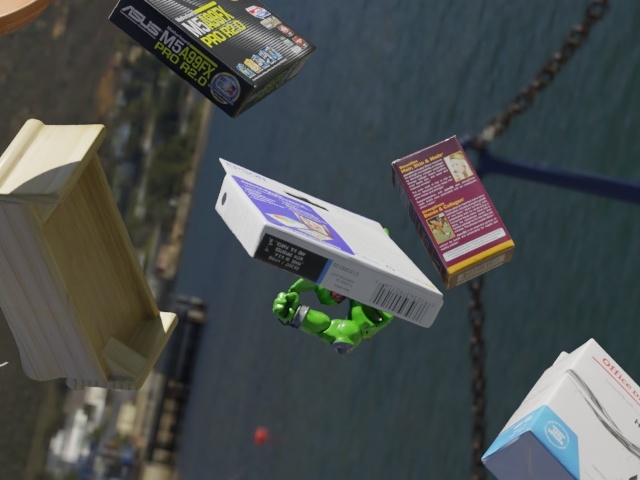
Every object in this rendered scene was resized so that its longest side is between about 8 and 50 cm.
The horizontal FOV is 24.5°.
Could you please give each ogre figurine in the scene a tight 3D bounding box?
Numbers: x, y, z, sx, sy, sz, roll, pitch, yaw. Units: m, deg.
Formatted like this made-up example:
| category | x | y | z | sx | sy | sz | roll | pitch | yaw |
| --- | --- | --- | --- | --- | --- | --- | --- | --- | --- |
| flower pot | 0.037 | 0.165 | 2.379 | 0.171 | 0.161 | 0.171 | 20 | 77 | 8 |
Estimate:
| category | x | y | z | sx | sy | sz | roll | pitch | yaw |
| --- | --- | --- | --- | --- | --- | --- | --- | --- | --- |
| ogre figurine | 0.041 | 0.075 | 1.938 | 0.197 | 0.118 | 0.097 | -27 | -16 | -47 |

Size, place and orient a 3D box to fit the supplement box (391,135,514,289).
| category | x | y | z | sx | sy | sz | roll | pitch | yaw |
| --- | --- | --- | --- | --- | --- | --- | --- | --- | --- |
| supplement box | 0.186 | -0.040 | 2.100 | 0.081 | 0.104 | 0.188 | 84 | 161 | -72 |

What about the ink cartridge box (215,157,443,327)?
| category | x | y | z | sx | sy | sz | roll | pitch | yaw |
| --- | --- | --- | --- | --- | --- | --- | --- | --- | --- |
| ink cartridge box | 0.000 | 0.000 | 1.490 | 0.045 | 0.206 | 0.208 | -63 | 23 | 13 |

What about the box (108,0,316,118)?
| category | x | y | z | sx | sy | sz | roll | pitch | yaw |
| --- | --- | --- | --- | --- | --- | --- | --- | --- | --- |
| box | -0.142 | -0.286 | 2.036 | 0.060 | 0.216 | 0.270 | -52 | -3 | 26 |

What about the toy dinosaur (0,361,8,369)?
| category | x | y | z | sx | sy | sz | roll | pitch | yaw |
| --- | --- | --- | --- | --- | --- | --- | --- | --- | --- |
| toy dinosaur | -0.512 | 0.176 | 1.772 | 0.313 | 0.121 | 0.160 | 52 | -135 | -60 |

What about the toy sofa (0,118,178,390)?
| category | x | y | z | sx | sy | sz | roll | pitch | yaw |
| --- | --- | --- | --- | --- | --- | --- | --- | --- | --- |
| toy sofa | -0.337 | 0.025 | 1.962 | 0.150 | 0.177 | 0.362 | -65 | -32 | -45 |

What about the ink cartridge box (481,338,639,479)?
| category | x | y | z | sx | sy | sz | roll | pitch | yaw |
| --- | --- | --- | --- | --- | --- | --- | --- | --- | --- |
| ink cartridge box | 0.214 | 0.152 | 1.175 | 0.060 | 0.104 | 0.180 | -45 | -2 | 40 |

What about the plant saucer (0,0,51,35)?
| category | x | y | z | sx | sy | sz | roll | pitch | yaw |
| --- | --- | --- | --- | --- | --- | --- | --- | --- | --- |
| plant saucer | -0.398 | -0.287 | 1.735 | 0.200 | 0.200 | 0.037 | -85 | -12 | -52 |
